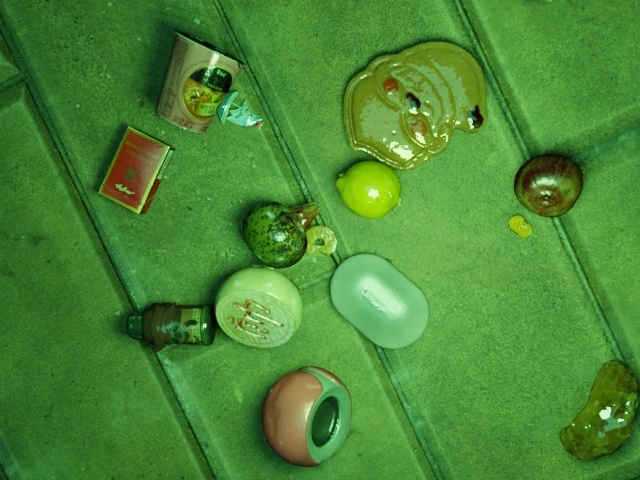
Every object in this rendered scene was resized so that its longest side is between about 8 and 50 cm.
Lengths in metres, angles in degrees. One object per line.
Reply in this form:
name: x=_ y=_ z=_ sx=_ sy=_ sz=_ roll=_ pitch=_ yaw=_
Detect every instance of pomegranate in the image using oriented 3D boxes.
pomegranate: x=-0.105 y=-0.035 z=1.827 sx=0.248 sy=0.214 sz=0.214 roll=-34 pitch=91 yaw=-3

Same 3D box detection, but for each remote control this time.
remote control: x=0.182 y=0.187 z=1.863 sx=0.332 sy=0.103 sz=0.221 roll=41 pitch=90 yaw=1

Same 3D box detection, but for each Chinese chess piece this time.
Chinese chess piece: x=-0.187 y=0.204 z=1.838 sx=0.270 sy=0.112 sz=0.270 roll=5 pitch=127 yaw=7

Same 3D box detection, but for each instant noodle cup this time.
instant noodle cup: x=-0.377 y=-0.469 z=1.819 sx=0.244 sy=0.244 sz=0.255 roll=26 pitch=104 yaw=2

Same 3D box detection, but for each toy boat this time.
toy boat: x=-0.261 y=-0.395 z=1.904 sx=0.105 sy=0.034 sz=0.149 roll=-41 pitch=102 yaw=3

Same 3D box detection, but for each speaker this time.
speaker: x=-0.043 y=0.528 z=1.815 sx=0.294 sy=0.294 sz=0.294 roll=0 pitch=94 yaw=5

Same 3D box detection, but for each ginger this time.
ginger: x=0.858 y=0.523 z=1.806 sx=0.165 sy=0.172 sz=0.321 roll=30 pitch=94 yaw=-38

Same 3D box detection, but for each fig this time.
fig: x=0.672 y=-0.171 z=1.767 sx=0.205 sy=0.205 sz=0.205 roll=0 pitch=94 yaw=5

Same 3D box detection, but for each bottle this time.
bottle: x=-0.472 y=0.273 z=1.905 sx=0.271 sy=0.143 sz=0.156 roll=-1 pitch=68 yaw=2

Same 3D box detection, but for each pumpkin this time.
pumpkin: x=0.609 y=-0.043 z=1.852 sx=0.083 sy=0.028 sz=0.050 roll=44 pitch=94 yaw=-8

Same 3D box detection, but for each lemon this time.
lemon: x=0.146 y=-0.154 z=1.810 sx=0.206 sy=0.173 sz=0.173 roll=18 pitch=95 yaw=-7

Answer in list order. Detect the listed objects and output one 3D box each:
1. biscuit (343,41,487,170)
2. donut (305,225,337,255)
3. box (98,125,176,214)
biscuit: x=0.279 y=-0.414 z=1.839 sx=0.455 sy=0.078 sz=0.350 roll=-31 pitch=87 yaw=6
donut: x=0.000 y=0.000 z=1.896 sx=0.108 sy=0.043 sz=0.097 roll=2 pitch=94 yaw=7
box: x=-0.582 y=-0.221 z=1.917 sx=0.153 sy=0.074 sz=0.240 roll=26 pitch=94 yaw=-1
